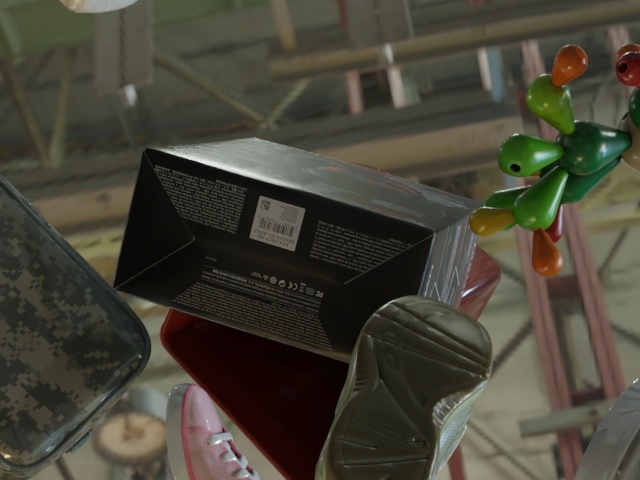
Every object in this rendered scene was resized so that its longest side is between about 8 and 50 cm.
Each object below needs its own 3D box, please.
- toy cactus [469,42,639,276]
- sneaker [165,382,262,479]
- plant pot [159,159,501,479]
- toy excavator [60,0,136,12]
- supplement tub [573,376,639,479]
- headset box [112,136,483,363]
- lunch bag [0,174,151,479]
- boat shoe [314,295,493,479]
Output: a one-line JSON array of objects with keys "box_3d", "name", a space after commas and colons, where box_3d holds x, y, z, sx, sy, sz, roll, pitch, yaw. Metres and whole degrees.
[{"box_3d": [0.202, -0.060, 0.990, 0.180, 0.219, 0.112, -10, -121, -32], "name": "toy cactus"}, {"box_3d": [-0.040, 0.139, 0.798, 0.070, 0.051, 0.134, -13, -97, 12], "name": "sneaker"}, {"box_3d": [0.032, 0.067, 1.551, 0.236, 0.267, 0.267, -18, -127, -45], "name": "plant pot"}, {"box_3d": [-0.350, -0.185, 0.640, 0.445, 0.222, 0.433, 30, -149, 23], "name": "toy excavator"}, {"box_3d": [0.384, 0.258, 1.174, 0.331, 0.241, 0.241, 22, -126, 33], "name": "supplement tub"}, {"box_3d": [0.000, 0.000, 1.136, 0.218, 0.110, 0.293, 16, -171, 11], "name": "headset box"}, {"box_3d": [-0.343, 0.093, 1.508, 0.305, 0.256, 0.212, 45, -113, 0], "name": "lunch bag"}, {"box_3d": [0.030, 0.073, 0.581, 0.056, 0.048, 0.153, 25, -149, 2], "name": "boat shoe"}]
